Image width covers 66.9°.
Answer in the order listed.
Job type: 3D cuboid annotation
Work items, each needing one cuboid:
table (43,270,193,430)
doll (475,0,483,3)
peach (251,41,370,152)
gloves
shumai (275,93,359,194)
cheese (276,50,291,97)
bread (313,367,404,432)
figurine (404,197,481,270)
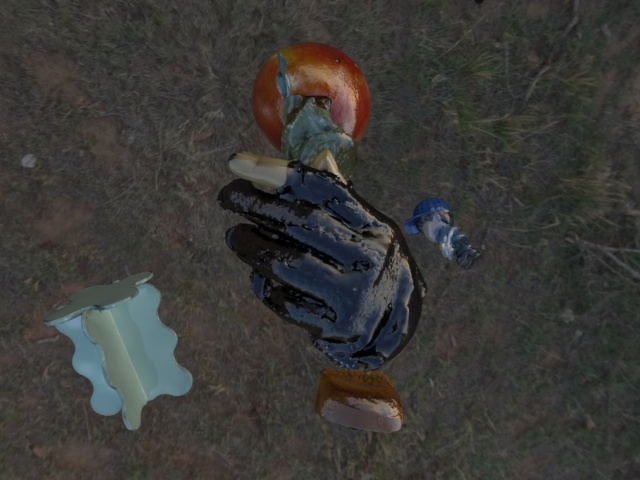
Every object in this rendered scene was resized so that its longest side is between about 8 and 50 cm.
[{"bbox_3d":[-0.302,0.172,0.749,0.166,0.166,0.198,-17,106,-5],"label":"table"},{"bbox_3d":[0.341,-0.589,0.921,0.117,0.257,0.182,32,84,15],"label":"doll"},{"bbox_3d":[-0.019,-0.401,1.469,0.388,0.388,0.388,-3,108,-10],"label":"peach"},{"bbox_3d":[0.000,0.002,0.370,0.129,0.106,0.180,-49,116,-6],"label":"gloves"},{"bbox_3d":[-0.032,-0.219,1.215,0.222,0.204,0.272,-1,136,-42],"label":"shumai"},{"bbox_3d":[-0.094,-0.407,1.213,0.026,0.067,0.121,-21,144,-16],"label":"cheese"},{"bbox_3d":[0.057,0.222,0.709,0.129,0.126,0.044,6,106,1],"label":"bread"},{"bbox_3d":[0.220,-0.016,0.866,0.086,0.149,0.087,19,113,-48],"label":"figurine"}]
